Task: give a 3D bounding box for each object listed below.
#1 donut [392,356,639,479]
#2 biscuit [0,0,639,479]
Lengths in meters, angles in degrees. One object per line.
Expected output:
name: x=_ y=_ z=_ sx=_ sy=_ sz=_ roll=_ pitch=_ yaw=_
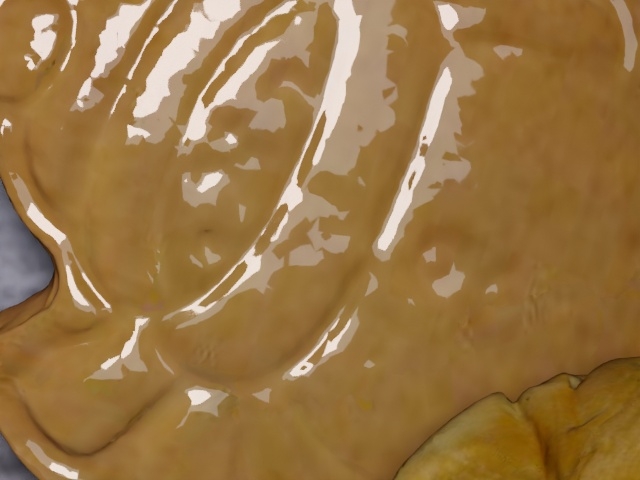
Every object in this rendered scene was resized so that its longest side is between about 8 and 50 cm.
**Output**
donut: x=0.165 y=0.213 z=0.740 sx=0.360 sy=0.170 sz=0.360 roll=-5 pitch=106 yaw=-20
biscuit: x=0.000 y=0.000 z=0.755 sx=0.351 sy=0.057 sz=0.312 roll=13 pitch=95 yaw=-13
